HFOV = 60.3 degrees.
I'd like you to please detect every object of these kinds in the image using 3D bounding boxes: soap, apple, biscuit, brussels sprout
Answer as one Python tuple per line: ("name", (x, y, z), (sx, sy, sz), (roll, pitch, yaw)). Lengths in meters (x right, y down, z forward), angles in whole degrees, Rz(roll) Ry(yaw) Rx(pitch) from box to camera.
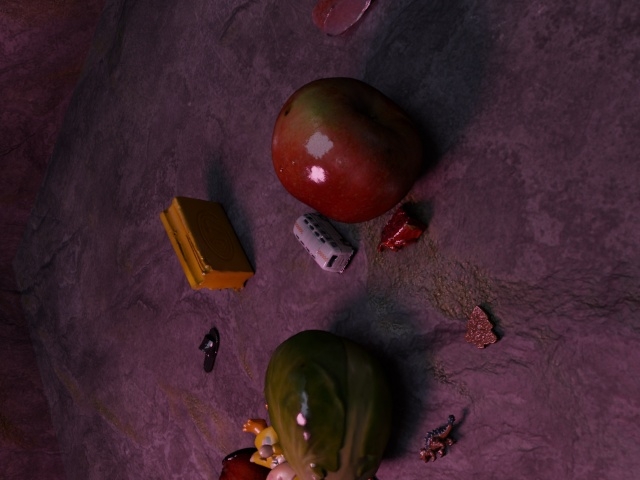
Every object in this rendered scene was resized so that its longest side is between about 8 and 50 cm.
("soap", (-0.361, 0.010, 1.758), (0.096, 0.204, 0.324), (-48, 57, 29))
("apple", (0.054, -0.202, 1.255), (0.277, 0.348, 0.348), (-53, 54, 37))
("biscuit", (0.339, 0.184, 1.172), (0.082, 0.016, 0.092), (-14, 77, 49))
("brussels sprout", (0.015, 0.393, 1.309), (0.315, 0.276, 0.371), (-39, 62, 41))

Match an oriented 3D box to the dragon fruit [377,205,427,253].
("dragon fruit", (0.192, -0.008, 1.315), (0.131, 0.063, 0.097), (-57, 17, 23))

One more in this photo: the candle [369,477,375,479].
("candle", (0.118, 0.588, 1.377), (0.167, 0.021, 0.026), (44, 144, 36))

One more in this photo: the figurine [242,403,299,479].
("figurine", (-0.086, 0.611, 1.472), (0.215, 0.187, 0.343), (-56, 48, 35))

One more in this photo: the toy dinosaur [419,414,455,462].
("toy dinosaur", (0.261, 0.441, 1.218), (0.055, 0.049, 0.154), (48, 126, 39))

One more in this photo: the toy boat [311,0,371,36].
("toy boat", (0.039, -0.694, 1.482), (0.206, 0.096, 0.282), (-41, 48, 29))

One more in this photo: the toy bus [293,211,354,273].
("toy bus", (0.000, 0.000, 1.472), (0.194, 0.089, 0.087), (50, 121, 36))

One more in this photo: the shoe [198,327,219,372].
("shoe", (-0.388, 0.379, 1.877), (0.062, 0.053, 0.159), (25, 109, 47))

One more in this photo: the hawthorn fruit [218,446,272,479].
("hawthorn fruit", (-0.189, 0.725, 1.588), (0.251, 0.189, 0.189), (38, 116, 18))
